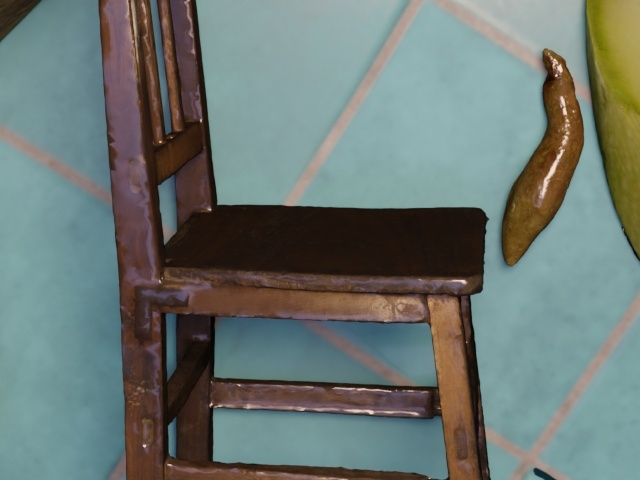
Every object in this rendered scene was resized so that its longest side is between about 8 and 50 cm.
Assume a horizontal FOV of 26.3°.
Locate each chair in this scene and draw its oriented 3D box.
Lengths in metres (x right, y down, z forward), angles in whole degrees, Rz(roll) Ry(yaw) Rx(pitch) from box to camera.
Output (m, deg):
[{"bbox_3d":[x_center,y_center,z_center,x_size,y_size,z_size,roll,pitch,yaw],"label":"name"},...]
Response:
[{"bbox_3d":[0.000,0.000,0.890,0.240,0.203,0.416,2,104,8],"label":"chair"}]

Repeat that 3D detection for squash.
[{"bbox_3d":[0.289,-0.047,0.952,0.237,0.155,0.204,5,66,4],"label":"squash"}]

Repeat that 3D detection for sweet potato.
[{"bbox_3d":[0.156,-0.054,0.948,0.041,0.038,0.153,8,102,-22],"label":"sweet potato"}]

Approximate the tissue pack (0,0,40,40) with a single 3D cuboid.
[{"bbox_3d":[-0.304,-0.236,0.869,0.200,0.167,0.275,-42,97,11],"label":"tissue pack"}]
